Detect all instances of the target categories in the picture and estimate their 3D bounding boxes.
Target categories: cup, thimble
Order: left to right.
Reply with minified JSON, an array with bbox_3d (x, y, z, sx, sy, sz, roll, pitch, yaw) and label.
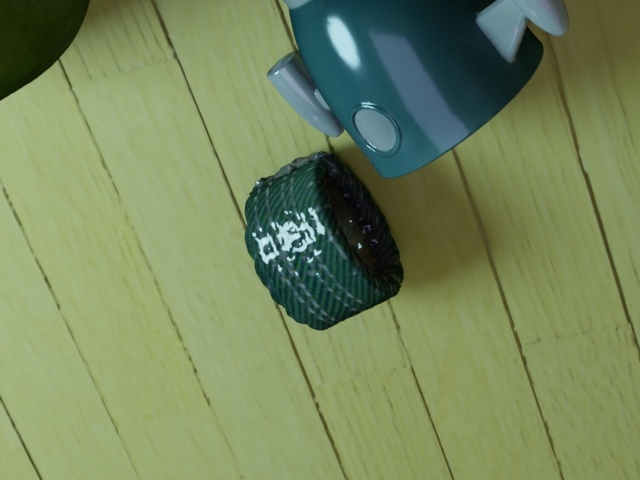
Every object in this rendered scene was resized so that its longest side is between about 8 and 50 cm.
[{"bbox_3d":[0.001,0.002,1.419,0.090,0.118,0.135,-26,112,22],"label":"thimble"},{"bbox_3d":[0.055,-0.162,1.289,0.173,0.167,0.300,50,143,-16],"label":"cup"}]

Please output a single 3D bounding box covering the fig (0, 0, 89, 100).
[{"bbox_3d":[-0.333,-0.231,1.258,0.316,0.316,0.316,5,121,8],"label":"fig"}]
